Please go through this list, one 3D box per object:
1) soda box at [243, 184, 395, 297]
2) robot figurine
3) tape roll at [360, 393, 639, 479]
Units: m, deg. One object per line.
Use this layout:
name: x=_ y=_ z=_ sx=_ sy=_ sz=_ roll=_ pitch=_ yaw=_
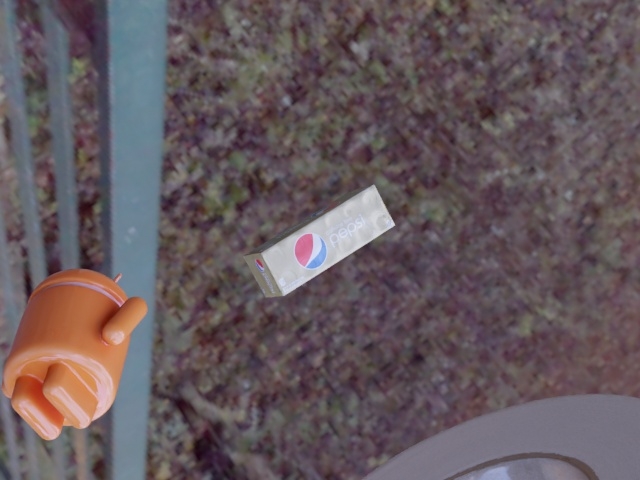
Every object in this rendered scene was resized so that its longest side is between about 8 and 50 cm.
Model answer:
soda box: x=0.000 y=0.000 z=1.541 sx=0.181 sy=0.061 sz=0.058 roll=-31 pitch=-171 yaw=-24
robot figurine: x=-0.279 y=0.119 z=1.404 sx=0.128 sy=0.219 sz=0.158 roll=19 pitch=127 yaw=-12
tape roll: x=0.142 y=0.262 z=1.026 sx=0.392 sy=0.072 sz=0.392 roll=-25 pitch=-164 yaw=8
